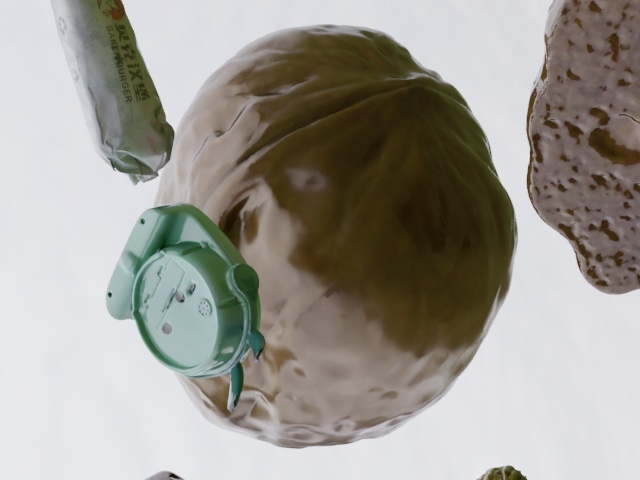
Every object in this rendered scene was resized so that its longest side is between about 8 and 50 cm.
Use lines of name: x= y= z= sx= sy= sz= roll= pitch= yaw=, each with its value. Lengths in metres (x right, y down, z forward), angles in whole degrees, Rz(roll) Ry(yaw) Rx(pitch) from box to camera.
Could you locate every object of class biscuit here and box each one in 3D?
biscuit: x=0.263 y=-0.069 z=0.745 sx=0.049 sy=0.257 sz=0.273 roll=-80 pitch=-17 yaw=-52

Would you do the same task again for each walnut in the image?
walnut: x=0.000 y=0.000 z=1.047 sx=0.308 sy=0.398 sz=0.354 roll=-18 pitch=-123 yaw=-38

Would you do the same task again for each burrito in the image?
burrito: x=-0.155 y=-0.139 z=0.820 sx=0.064 sy=0.064 sz=0.203 roll=-18 pitch=-90 yaw=-62

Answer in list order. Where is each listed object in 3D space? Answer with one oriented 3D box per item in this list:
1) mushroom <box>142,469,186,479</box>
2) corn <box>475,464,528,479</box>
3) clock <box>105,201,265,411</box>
mushroom: x=-0.151 y=0.267 z=1.006 sx=0.087 sy=0.127 sz=0.127 roll=24 pitch=-138 yaw=-31
corn: x=0.134 y=0.373 z=1.199 sx=0.097 sy=0.097 sz=0.320 roll=49 pitch=-124 yaw=-17
clock: x=-0.082 y=0.046 z=0.765 sx=0.135 sy=0.101 sz=0.041 roll=43 pitch=-148 yaw=25
